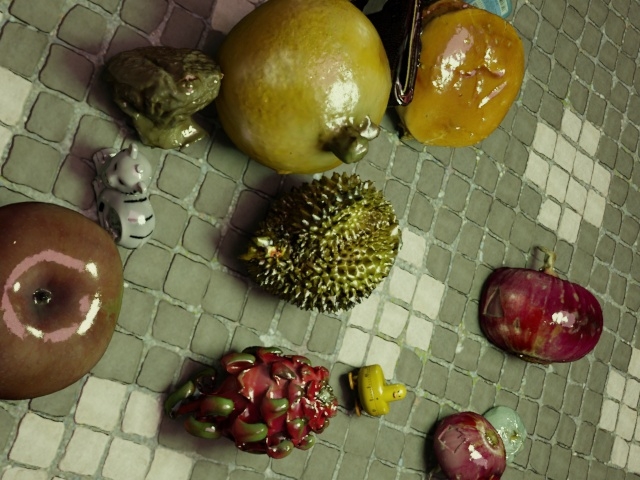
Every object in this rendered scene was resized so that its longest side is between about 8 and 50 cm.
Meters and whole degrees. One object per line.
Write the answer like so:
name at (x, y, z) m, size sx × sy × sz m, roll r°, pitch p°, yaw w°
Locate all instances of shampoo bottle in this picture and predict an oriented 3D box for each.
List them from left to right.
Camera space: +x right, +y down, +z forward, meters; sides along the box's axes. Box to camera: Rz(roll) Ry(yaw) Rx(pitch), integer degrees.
shampoo bottle at (0.338, -0.508, 1.990) m, size 0.258 × 0.061 × 0.103 m, roll -39°, pitch 114°, yaw -32°

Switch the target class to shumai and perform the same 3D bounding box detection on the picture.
shumai at (-0.260, -0.229, 1.468) m, size 0.166 × 0.206 × 0.175 m, roll -25°, pitch 125°, yaw -41°

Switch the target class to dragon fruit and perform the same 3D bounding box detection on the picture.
dragon fruit at (-0.110, 0.286, 1.548) m, size 0.273 × 0.198 × 0.218 m, roll 0°, pitch 63°, yaw -39°

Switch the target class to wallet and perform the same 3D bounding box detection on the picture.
wallet at (0.109, -0.377, 1.716) m, size 0.072 × 0.221 × 0.262 m, roll 15°, pitch 81°, yaw -31°

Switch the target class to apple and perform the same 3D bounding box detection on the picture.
apple at (-0.431, 0.092, 1.286) m, size 0.306 × 0.235 × 0.305 m, roll 0°, pitch 90°, yaw -36°

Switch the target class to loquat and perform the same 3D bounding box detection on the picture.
loquat at (-0.019, -0.257, 1.539) m, size 0.329 × 0.328 × 0.359 m, roll -4°, pitch 48°, yaw -37°

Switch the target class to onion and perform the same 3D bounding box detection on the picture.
onion at (0.326, 0.463, 1.913) m, size 0.177 × 0.153 × 0.177 m, roll 11°, pitch 61°, yaw -21°
onion at (0.521, 0.172, 2.018) m, size 0.256 × 0.230 × 0.272 m, roll -9°, pitch 102°, yaw -37°

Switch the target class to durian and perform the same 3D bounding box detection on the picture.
durian at (0.004, 0.007, 1.632) m, size 0.293 × 0.258 × 0.258 m, roll -40°, pitch 113°, yaw -20°

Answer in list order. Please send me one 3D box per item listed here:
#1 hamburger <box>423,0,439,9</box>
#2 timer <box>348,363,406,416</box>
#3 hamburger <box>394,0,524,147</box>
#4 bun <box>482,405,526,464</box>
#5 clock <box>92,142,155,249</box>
hamburger at (0.261, -0.580, 1.912) m, size 0.208 × 0.135 × 0.155 m, roll -12°, pitch 112°, yaw -51°
timer at (0.121, 0.304, 1.777) m, size 0.109 × 0.107 × 0.107 m, roll -12°, pitch 99°, yaw 7°
hamburger at (0.285, -0.345, 1.856) m, size 0.290 × 0.170 × 0.314 m, roll 7°, pitch 110°, yaw -28°
bun at (0.429, 0.456, 2.030) m, size 0.141 × 0.083 × 0.140 m, roll 2°, pitch 86°, yaw -40°
clock at (-0.317, -0.071, 1.450) m, size 0.080 × 0.117 × 0.176 m, roll -15°, pitch 99°, yaw -36°
